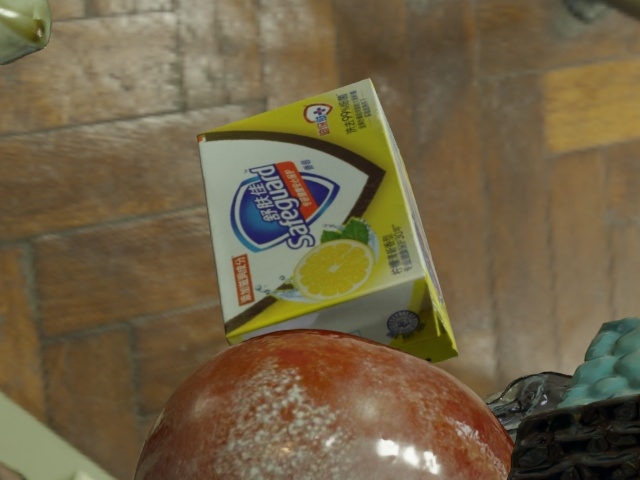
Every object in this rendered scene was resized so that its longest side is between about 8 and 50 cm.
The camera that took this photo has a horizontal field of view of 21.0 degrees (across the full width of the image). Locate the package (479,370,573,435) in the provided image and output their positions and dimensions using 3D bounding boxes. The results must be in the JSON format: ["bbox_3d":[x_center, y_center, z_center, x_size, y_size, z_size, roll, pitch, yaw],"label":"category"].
[{"bbox_3d":[0.128,0.136,1.339,0.239,0.154,0.030,-12,74,3],"label":"package"}]

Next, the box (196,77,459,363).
[{"bbox_3d":[0.000,0.000,1.403,0.168,0.265,0.097,-16,130,6],"label":"box"}]

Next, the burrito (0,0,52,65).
[{"bbox_3d":[-0.273,-0.096,0.596,0.332,0.135,0.190,-23,106,-13],"label":"burrito"}]

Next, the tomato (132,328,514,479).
[{"bbox_3d":[0.005,0.196,1.110,0.270,0.270,0.227,63,23,-26],"label":"tomato"}]

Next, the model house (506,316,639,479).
[{"bbox_3d":[0.224,0.163,0.727,0.241,0.261,0.226,-42,113,-49],"label":"model house"}]
